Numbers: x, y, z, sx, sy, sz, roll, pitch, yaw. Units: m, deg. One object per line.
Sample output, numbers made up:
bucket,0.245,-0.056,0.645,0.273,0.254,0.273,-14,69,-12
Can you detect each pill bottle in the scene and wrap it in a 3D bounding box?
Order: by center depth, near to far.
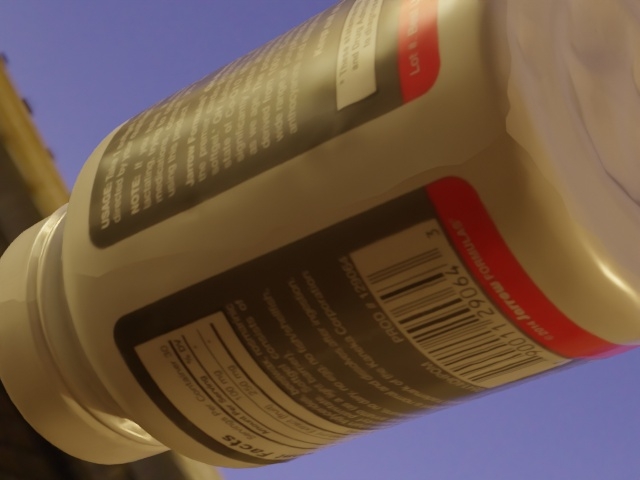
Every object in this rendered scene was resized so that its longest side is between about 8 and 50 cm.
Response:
pill bottle,0.000,0.000,0.651,0.318,0.176,0.176,-23,-79,36
